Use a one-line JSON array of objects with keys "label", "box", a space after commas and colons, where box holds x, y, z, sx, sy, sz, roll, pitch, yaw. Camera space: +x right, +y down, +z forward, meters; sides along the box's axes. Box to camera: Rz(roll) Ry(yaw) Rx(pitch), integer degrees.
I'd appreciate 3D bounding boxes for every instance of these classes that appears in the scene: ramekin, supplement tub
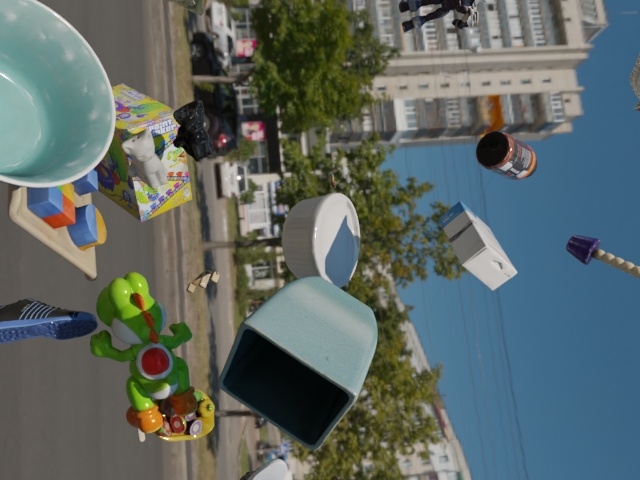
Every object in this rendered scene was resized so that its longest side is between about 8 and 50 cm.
[{"label": "ramekin", "box": [0.000, 0.000, 1.610, 0.273, 0.127, 0.272, -3, 94, -60]}, {"label": "supplement tub", "box": [0.516, -0.225, 1.549, 0.106, 0.198, 0.106, -12, -107, 44]}]

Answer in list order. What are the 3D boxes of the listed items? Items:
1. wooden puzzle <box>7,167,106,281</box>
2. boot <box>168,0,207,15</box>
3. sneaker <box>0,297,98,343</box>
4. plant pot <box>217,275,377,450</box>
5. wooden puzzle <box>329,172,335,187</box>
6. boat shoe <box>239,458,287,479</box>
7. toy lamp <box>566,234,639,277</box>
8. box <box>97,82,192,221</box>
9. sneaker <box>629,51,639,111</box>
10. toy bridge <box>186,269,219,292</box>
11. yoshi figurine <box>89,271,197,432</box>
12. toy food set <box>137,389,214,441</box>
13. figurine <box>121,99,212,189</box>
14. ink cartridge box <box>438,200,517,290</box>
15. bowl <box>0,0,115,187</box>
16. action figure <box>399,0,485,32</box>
[{"label": "wooden puzzle", "box": [-0.545, -0.120, 1.211, 0.348, 0.081, 0.322, 81, -6, -63]}, {"label": "boot", "box": [-0.334, -0.625, 1.316, 0.213, 0.165, 0.077, 137, -41, -60]}, {"label": "sneaker", "box": [-0.634, 0.173, 1.298, 0.081, 0.232, 0.090, -65, -144, 40]}, {"label": "plant pot", "box": [-0.023, 0.220, 1.173, 0.252, 0.247, 0.247, -52, 171, -47]}, {"label": "wooden puzzle", "box": [0.043, -0.232, 2.180, 0.083, 0.006, 0.049, -132, -146, -69]}, {"label": "boat shoe", "box": [-0.180, 0.629, 1.441, 0.080, 0.228, 0.076, 41, 1, -28]}, {"label": "toy lamp", "box": [0.778, 0.063, 1.475, 0.275, 0.080, 0.080, 32, -44, 36]}, {"label": "box", "box": [-0.533, -0.255, 1.606, 0.290, 0.177, 0.279, 29, -45, 34]}, {"label": "sneaker", "box": [0.688, -0.357, 1.176, 0.095, 0.090, 0.235, 26, -28, 48]}, {"label": "toy bridge", "box": [-0.416, 0.139, 2.037, 0.188, 0.026, 0.063, -23, -139, 44]}, {"label": "yoshi figurine", "box": [-0.409, 0.236, 1.301, 0.203, 0.203, 0.362, -59, 141, -67]}, {"label": "toy food set", "box": [-0.353, 0.438, 1.433, 0.071, 0.218, 0.128, -25, -115, 46]}, {"label": "figurine", "box": [-0.354, -0.225, 1.310, 0.092, 0.215, 0.209, 53, -16, 6]}, {"label": "ink cartridge box", "box": [0.390, 0.011, 1.421, 0.082, 0.140, 0.190, -40, -147, 22]}, {"label": "bowl", "box": [-0.510, -0.220, 0.908, 0.163, 0.312, 0.311, -12, -109, 37]}, {"label": "action figure", "box": [0.395, -0.753, 1.810, 0.099, 0.285, 0.185, -41, 123, -52]}]
